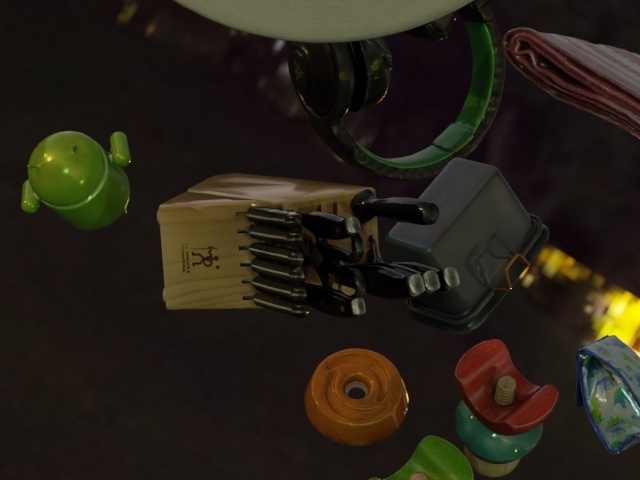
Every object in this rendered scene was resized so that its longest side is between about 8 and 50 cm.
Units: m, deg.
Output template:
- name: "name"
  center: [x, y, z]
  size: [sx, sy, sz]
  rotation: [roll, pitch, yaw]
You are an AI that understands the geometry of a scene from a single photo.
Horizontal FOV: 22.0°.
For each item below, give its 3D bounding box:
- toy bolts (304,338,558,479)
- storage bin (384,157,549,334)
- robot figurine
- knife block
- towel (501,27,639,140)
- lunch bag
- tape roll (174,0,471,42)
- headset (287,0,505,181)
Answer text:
- name: "toy bolts"
  center: [0.107, 0.202, 1.629]
  size: [0.218, 0.228, 0.158]
  rotation: [47, -25, 29]
- name: "storage bin"
  center: [0.124, 0.000, 1.414]
  size: [0.098, 0.135, 0.091]
  rotation: [18, -30, 46]
- name: "robot figurine"
  center: [-0.202, -0.050, 1.378]
  size: [0.067, 0.101, 0.115]
  rotation: [68, 7, 24]
- name: "knife block"
  center: [0.000, 0.000, 1.349]
  size: [0.242, 0.088, 0.276]
  rotation: [-1, 9, 10]
- name: "towel"
  center: [0.291, -0.091, 1.303]
  size: [0.237, 0.037, 0.329]
  rotation: [36, 17, 19]
- name: "lunch bag"
  center: [0.413, 0.206, 2.272]
  size: [0.129, 0.096, 0.151]
  rotation: [-12, 73, -62]
- name: "tape roll"
  center: [0.004, -0.321, 1.064]
  size: [0.392, 0.392, 0.072]
  rotation: [32, 18, 2]
- name: "headset"
  center: [0.069, -0.239, 1.825]
  size: [0.394, 0.243, 0.185]
  rotation: [52, -13, -26]
